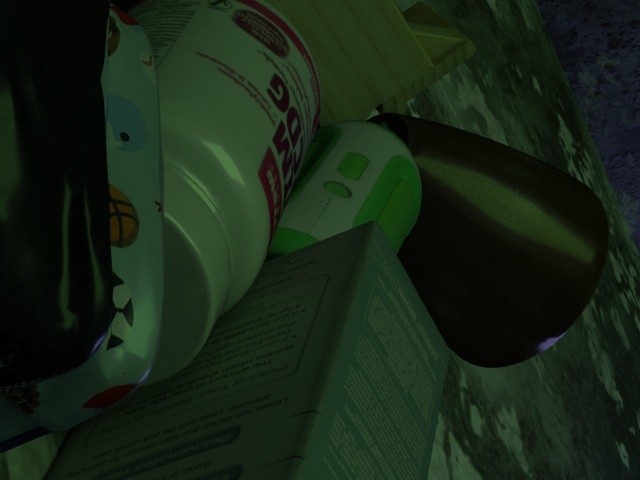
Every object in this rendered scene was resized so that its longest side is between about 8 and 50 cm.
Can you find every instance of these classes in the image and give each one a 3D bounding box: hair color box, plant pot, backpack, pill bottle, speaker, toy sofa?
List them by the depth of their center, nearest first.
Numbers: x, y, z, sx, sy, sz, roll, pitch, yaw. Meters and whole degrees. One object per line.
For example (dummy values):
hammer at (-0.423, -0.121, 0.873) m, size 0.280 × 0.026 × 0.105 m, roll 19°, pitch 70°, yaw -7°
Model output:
backpack at (-0.192, -0.029, 0.510) m, size 0.213 × 0.263 × 0.276 m, roll 52°, pitch 26°, yaw -46°
hair color box at (-0.051, 0.146, 0.771) m, size 0.114 × 0.185 × 0.374 m, roll 60°, pitch 23°, yaw -20°
pill bottle at (-0.098, -0.041, 0.875) m, size 0.160 × 0.160 × 0.283 m, roll 59°, pitch 24°, yaw -22°
speaker at (0.000, 0.000, 1.104) m, size 0.131 × 0.131 × 0.296 m, roll 62°, pitch 22°, yaw -14°
toy sofa at (-0.020, -0.283, 1.354) m, size 0.362 × 0.177 × 0.150 m, roll 53°, pitch 1°, yaw -32°
plant pot at (0.123, -0.022, 1.355) m, size 0.230 × 0.215 × 0.215 m, roll 33°, pitch 38°, yaw -34°

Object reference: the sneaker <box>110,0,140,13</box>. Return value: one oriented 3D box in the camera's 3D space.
sneaker at (-0.100, -0.133, 1.064) m, size 0.222 × 0.083 × 0.118 m, roll 51°, pitch 27°, yaw -38°
